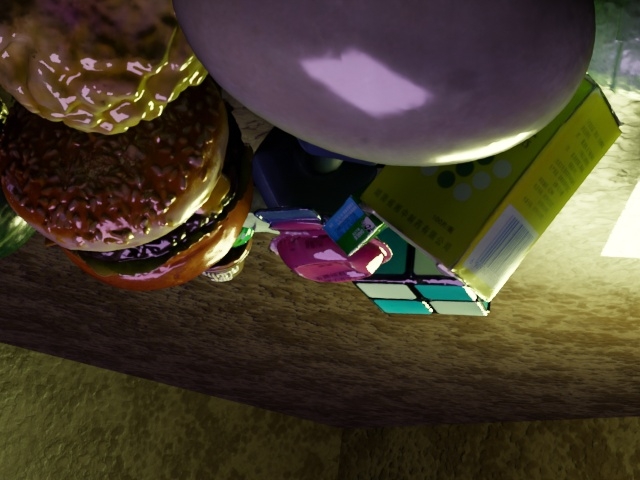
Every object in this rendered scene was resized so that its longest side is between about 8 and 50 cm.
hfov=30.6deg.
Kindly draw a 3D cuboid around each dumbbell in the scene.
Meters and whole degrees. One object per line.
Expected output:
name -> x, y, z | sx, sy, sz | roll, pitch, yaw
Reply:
dumbbell -> 0.011, -0.124, 1.367 | 0.160, 0.144, 0.325 | 7, 163, -8

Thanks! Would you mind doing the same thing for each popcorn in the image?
popcorn -> -0.205, -0.224, 1.034 | 0.259, 0.259, 0.212 | 14, 176, -22

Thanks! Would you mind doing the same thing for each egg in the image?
egg -> 0.052, -0.192, 0.942 | 0.352, 0.258, 0.258 | 20, 159, -19

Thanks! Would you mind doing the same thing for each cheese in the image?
cheese -> 0.000, 0.000, 1.423 | 0.155, 0.062, 0.244 | -4, 160, 23

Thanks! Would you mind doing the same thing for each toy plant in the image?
toy plant -> -0.170, -0.008, 1.875 | 0.143, 0.105, 0.200 | -4, 150, 4

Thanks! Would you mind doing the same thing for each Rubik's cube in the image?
Rubik's cube -> 0.151, 0.000, 1.650 | 0.167, 0.180, 0.183 | 1, 164, 21

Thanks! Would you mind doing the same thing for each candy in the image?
candy -> 0.151, -0.213, 1.102 | 0.440, 0.119, 0.119 | 12, 166, 21

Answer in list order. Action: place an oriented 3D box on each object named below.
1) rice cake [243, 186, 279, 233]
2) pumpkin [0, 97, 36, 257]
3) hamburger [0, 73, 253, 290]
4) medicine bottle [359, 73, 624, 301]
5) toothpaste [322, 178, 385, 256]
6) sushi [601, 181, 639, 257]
rice cake -> 0.001, -0.031, 1.804 | 0.336, 0.063, 0.066 | 11, 154, -12
pumpkin -> -0.472, -0.104, 1.442 | 0.300, 0.207, 0.300 | 37, 176, 3
hamburger -> -0.217, -0.092, 1.333 | 0.291, 0.291, 0.225 | 2, 154, 13
medicine bottle -> 0.185, -0.078, 1.235 | 0.137, 0.250, 0.141 | 39, -178, 32
toothpaste -> 0.100, -0.064, 1.392 | 0.065, 0.050, 0.267 | -44, 175, 39
sushi -> 0.574, -0.044, 1.551 | 0.359, 0.064, 0.343 | 2, 164, 7
